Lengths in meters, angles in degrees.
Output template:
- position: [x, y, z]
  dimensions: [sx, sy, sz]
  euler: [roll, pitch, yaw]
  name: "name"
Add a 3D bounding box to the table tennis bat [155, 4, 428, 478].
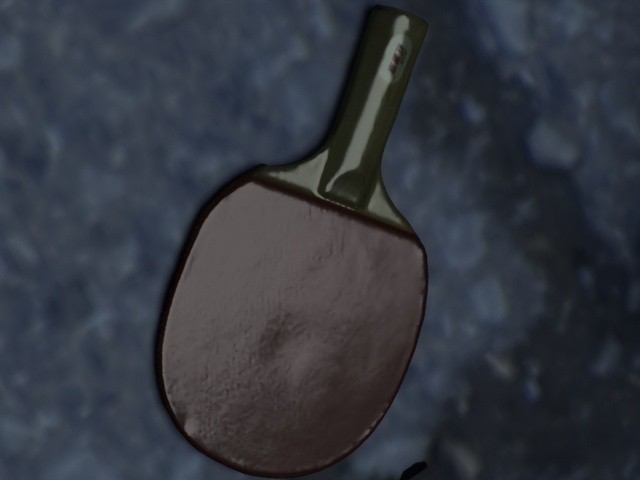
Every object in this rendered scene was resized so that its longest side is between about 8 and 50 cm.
- position: [0.000, 0.000, 0.556]
  dimensions: [0.087, 0.013, 0.156]
  euler: [19, 89, -23]
  name: "table tennis bat"
